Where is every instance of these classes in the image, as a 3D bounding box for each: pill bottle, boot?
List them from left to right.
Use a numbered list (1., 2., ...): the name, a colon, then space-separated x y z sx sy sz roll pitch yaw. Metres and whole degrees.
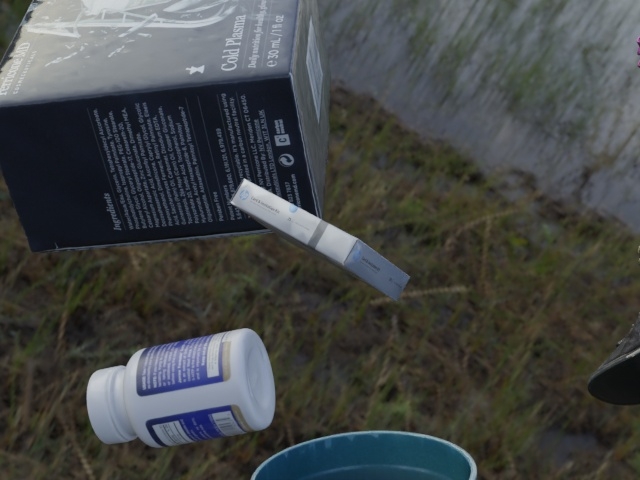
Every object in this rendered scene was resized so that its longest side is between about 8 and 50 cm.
1. pill bottle: -0.153 0.166 1.225 0.186 0.112 0.112 -12 27 13
2. boot: 0.465 0.084 1.533 0.091 0.263 0.229 33 34 -18

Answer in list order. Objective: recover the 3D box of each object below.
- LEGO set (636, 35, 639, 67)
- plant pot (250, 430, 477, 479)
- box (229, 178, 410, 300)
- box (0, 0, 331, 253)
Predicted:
1. LEGO set: 0.540 -0.348 1.602 0.087 0.227 0.093 29 3 27
2. plant pot: 0.062 0.400 1.358 0.271 0.255 0.272 -5 11 1
3. box: 0.000 0.000 1.338 0.186 0.038 0.145 27 -5 35
4. box: -0.238 -0.247 1.843 0.471 0.297 0.480 -7 38 7
